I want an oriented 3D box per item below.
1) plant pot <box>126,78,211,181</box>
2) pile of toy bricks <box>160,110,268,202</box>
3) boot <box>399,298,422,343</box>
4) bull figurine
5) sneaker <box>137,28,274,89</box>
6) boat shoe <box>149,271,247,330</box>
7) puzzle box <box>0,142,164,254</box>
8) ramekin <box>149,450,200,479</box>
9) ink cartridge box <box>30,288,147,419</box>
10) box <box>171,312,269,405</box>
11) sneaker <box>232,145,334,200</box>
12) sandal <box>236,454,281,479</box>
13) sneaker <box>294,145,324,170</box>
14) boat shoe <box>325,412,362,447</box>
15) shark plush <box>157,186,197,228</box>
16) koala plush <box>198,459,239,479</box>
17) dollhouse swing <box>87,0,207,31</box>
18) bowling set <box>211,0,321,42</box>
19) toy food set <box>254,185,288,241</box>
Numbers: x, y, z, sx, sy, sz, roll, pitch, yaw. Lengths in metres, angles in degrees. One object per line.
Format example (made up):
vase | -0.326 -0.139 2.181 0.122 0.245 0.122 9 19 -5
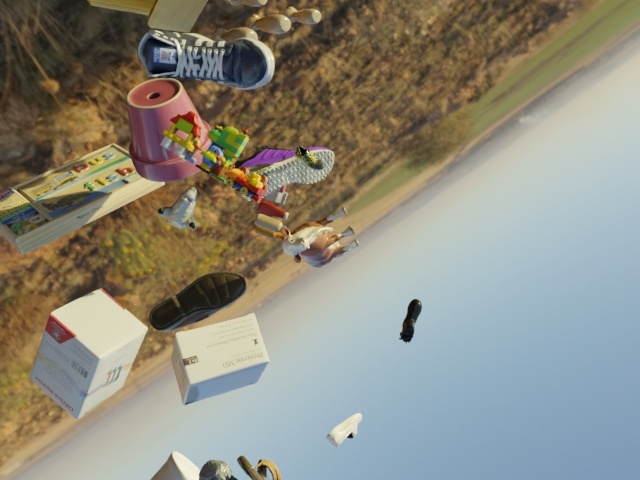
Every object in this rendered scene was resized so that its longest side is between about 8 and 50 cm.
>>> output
plant pot | -0.359 -0.266 1.513 0.201 0.201 0.180 -34 138 -24
pile of toy bricks | -0.171 -0.163 1.192 0.105 0.212 0.118 -59 168 2
boot | 0.281 0.252 2.029 0.099 0.045 0.121 -63 174 -68
bull figurine | 0.000 0.000 1.770 0.188 0.101 0.310 -23 168 2
sneaker | -0.232 -0.348 1.257 0.153 0.282 0.099 -18 121 -49
boat shoe | -0.353 0.177 1.933 0.307 0.111 0.104 -22 166 5
puzzle box | -0.657 -0.126 1.728 0.409 0.272 0.052 -33 132 -31
ramekin | -0.395 0.780 1.948 0.135 0.277 0.277 -44 179 -12
ink cartridge box | -0.429 0.209 1.206 0.176 0.128 0.127 -60 167 30
box | -0.226 0.264 1.442 0.181 0.119 0.182 -13 157 -22
sneaker | -0.109 -0.218 1.798 0.293 0.146 0.102 -18 135 -21
sandal | -0.116 0.542 1.494 0.060 0.219 0.090 -50 -144 -15
sneaker | -0.028 -0.199 1.584 0.031 0.083 0.035 -55 168 -27
boat shoe | 0.094 0.651 2.237 0.066 0.063 0.184 -49 160 28
shark plush | -0.256 -0.054 1.252 0.161 0.073 0.067 104 7 -77
koala plush | -0.172 0.589 1.347 0.196 0.203 0.221 -60 -163 -23
dollhouse swing | -0.451 -0.789 1.733 0.305 0.347 0.315 12 164 -24
bowling set | -0.148 -0.614 1.648 0.287 0.200 0.154 -28 -147 -34
toy food set | -0.133 -0.110 2.073 0.111 0.104 0.232 -49 160 -78
